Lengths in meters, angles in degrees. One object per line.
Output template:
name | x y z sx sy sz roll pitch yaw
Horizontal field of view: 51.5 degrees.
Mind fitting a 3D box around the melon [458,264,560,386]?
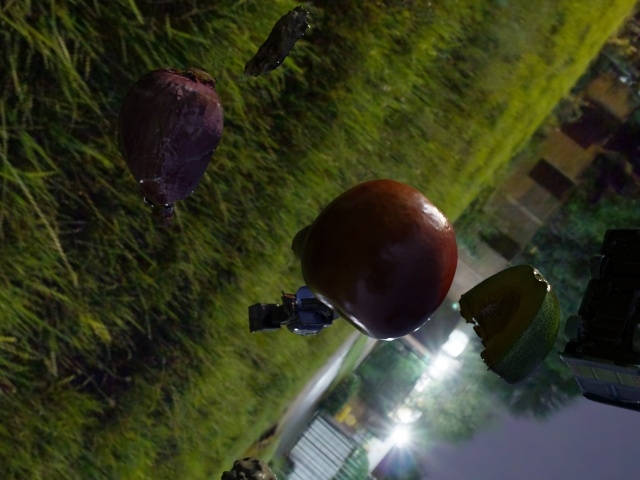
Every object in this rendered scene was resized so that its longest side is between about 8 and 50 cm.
melon | 0.369 0.150 1.201 0.169 0.129 0.265 -45 -166 16

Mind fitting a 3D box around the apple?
apple | 0.083 0.027 0.945 0.201 0.218 0.218 -44 172 -7

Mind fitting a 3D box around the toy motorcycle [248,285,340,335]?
toy motorcycle | -0.053 0.199 1.865 0.213 0.125 0.359 2 164 -31

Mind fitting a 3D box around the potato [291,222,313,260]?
potato | 0.000 0.000 1.388 0.188 0.085 0.105 -10 -136 58

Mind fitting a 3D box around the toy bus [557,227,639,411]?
toy bus | 0.590 0.144 1.264 0.152 0.190 0.312 4 -126 44

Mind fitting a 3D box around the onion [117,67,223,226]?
onion | -0.332 -0.186 1.329 0.267 0.159 0.348 45 -63 55

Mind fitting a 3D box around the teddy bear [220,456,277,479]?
teddy bear | -0.227 0.561 1.237 0.358 0.224 0.367 -14 156 -4

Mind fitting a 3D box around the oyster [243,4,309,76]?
oyster | -0.078 -0.367 1.237 0.053 0.108 0.165 25 98 -42
